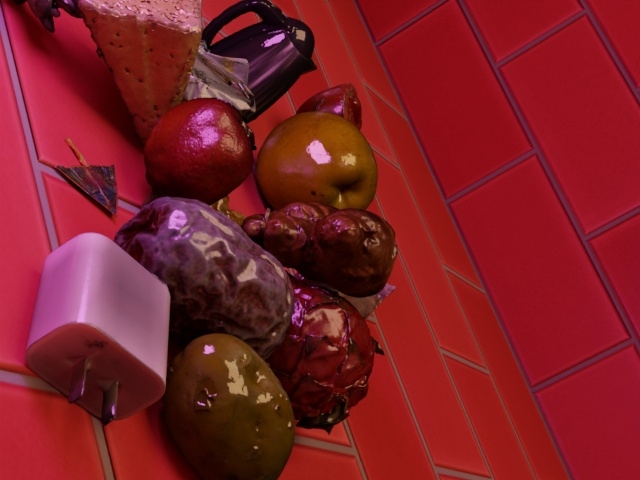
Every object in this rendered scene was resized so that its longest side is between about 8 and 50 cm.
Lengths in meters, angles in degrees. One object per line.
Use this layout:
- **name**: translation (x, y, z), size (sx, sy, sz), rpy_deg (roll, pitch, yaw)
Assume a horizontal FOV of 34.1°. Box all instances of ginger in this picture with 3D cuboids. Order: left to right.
- **ginger**: translation (0.007, 0.001, 1.903), size (0.274, 0.152, 0.357), rpy_deg (25, -5, -24)

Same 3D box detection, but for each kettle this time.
- **kettle**: translation (-0.145, -0.438, 2.448), size (0.251, 0.271, 0.207), rpy_deg (56, 19, -12)

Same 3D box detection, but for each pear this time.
- **pear**: translation (-0.010, -0.163, 2.386), size (0.294, 0.294, 0.294), rpy_deg (49, 21, -27)

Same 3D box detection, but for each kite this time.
- **kite**: translation (-0.383, -0.106, 1.753), size (0.159, 0.010, 0.190), rpy_deg (60, 17, 7)

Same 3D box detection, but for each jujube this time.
- **jujube**: translation (-0.190, 0.068, 1.667), size (0.317, 0.226, 0.226), rpy_deg (39, 26, -30)

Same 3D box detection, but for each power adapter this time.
- **power adapter**: translation (-0.301, 0.139, 1.425), size (0.187, 0.124, 0.255), rpy_deg (44, 25, -33)

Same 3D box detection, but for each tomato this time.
- **tomato**: translation (0.011, -0.277, 2.767), size (0.309, 0.170, 0.309), rpy_deg (5, 90, -82)

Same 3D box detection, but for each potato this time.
- **potato**: translation (-0.139, 0.260, 1.575), size (0.186, 0.148, 0.253), rpy_deg (-19, 100, -38)

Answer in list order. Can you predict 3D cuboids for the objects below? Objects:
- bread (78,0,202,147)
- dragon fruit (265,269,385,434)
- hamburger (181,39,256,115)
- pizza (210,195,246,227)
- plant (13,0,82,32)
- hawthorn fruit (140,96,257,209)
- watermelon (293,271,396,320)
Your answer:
- **bread**: translation (-0.359, -0.354, 1.920), size (0.279, 0.315, 0.248), rpy_deg (18, 36, -26)
- **dragon fruit**: translation (-0.022, 0.191, 1.860), size (0.244, 0.244, 0.299), rpy_deg (-64, 132, -68)
- **hamburger**: translation (-0.226, -0.311, 2.243), size (0.276, 0.150, 0.260), rpy_deg (60, 20, -1)
- **pizza**: translation (-0.194, -0.007, 1.974), size (0.223, 0.089, 0.323), rpy_deg (43, 25, -31)
- **plant**: translation (-0.514, -0.491, 1.803), size (0.274, 0.149, 0.146), rpy_deg (58, 37, 2)
- **hawthorn fruit**: translation (-0.234, -0.147, 1.877), size (0.189, 0.251, 0.189), rpy_deg (47, -18, 20)
- **watermelon**: translation (0.029, 0.146, 2.125), size (0.193, 0.232, 0.310), rpy_deg (31, 26, 21)
